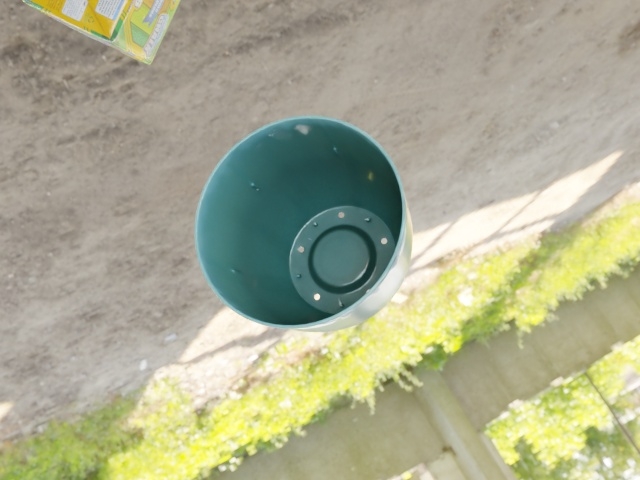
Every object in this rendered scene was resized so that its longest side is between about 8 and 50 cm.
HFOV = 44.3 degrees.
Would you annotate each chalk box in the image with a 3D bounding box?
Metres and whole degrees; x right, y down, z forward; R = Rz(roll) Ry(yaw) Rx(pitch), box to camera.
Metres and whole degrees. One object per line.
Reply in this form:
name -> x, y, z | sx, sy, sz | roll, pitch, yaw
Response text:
chalk box -> -0.369, -0.445, 1.426 | 0.180, 0.179, 0.289 | -64, 176, 6

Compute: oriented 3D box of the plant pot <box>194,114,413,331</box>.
plant pot -> 0.000, 0.000, 1.136 | 0.293, 0.293, 0.235 | -33, 159, 6
